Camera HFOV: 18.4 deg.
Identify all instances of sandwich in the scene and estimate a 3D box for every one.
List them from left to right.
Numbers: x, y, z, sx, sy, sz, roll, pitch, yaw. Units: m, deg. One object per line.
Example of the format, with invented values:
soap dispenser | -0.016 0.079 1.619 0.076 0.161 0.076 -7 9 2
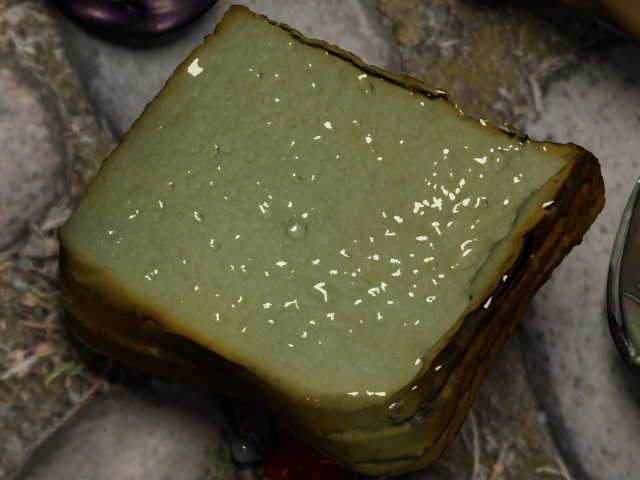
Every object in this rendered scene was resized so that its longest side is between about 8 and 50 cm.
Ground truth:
sandwich | 0.000 0.000 1.106 0.251 0.087 0.226 23 61 24

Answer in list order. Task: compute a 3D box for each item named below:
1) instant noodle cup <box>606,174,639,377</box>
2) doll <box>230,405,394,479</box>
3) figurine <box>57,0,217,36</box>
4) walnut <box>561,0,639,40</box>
instant noodle cup | 0.348 0.005 1.198 0.214 0.296 0.296 31 66 -18
doll | 0.025 0.066 1.164 0.102 0.075 0.227 27 79 2
figurine | -0.150 -0.203 1.150 0.222 0.145 0.145 19 69 -5
walnut | 0.215 -0.299 1.226 0.306 0.306 0.344 34 73 -8
